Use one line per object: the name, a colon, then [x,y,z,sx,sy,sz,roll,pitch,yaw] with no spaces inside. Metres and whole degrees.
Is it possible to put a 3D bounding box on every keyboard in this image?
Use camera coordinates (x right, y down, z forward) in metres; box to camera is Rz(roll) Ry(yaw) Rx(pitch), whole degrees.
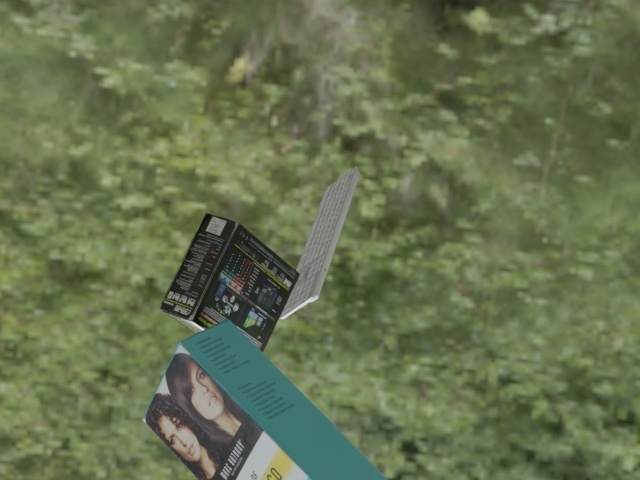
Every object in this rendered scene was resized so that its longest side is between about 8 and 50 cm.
keyboard: [0.000,0.000,1.906,0.072,0.256,0.014,-28,119,38]

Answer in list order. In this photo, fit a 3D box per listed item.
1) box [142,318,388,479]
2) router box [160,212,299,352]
box: [-0.029,0.183,1.114,0.244,0.100,0.060,43,-141,20]
router box: [-0.075,0.043,1.206,0.038,0.092,0.122,17,166,32]
